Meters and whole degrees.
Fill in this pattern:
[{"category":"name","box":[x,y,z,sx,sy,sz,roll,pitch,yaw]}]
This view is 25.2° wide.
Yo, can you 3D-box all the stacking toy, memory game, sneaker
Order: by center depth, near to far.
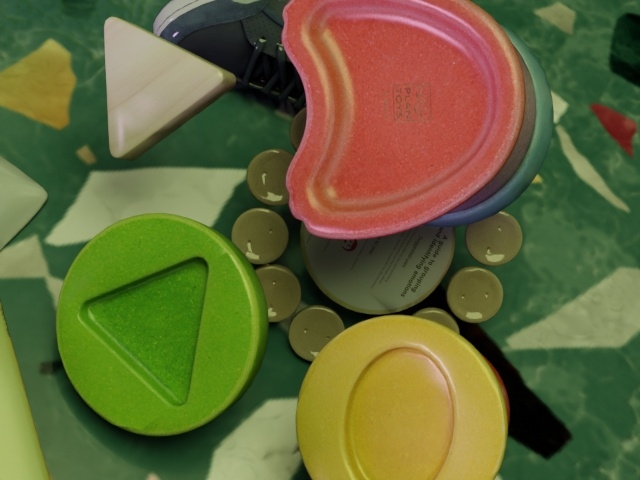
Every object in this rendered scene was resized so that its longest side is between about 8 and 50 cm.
[{"category":"stacking toy","box":[0.000,0.000,0.869,0.280,0.130,0.308,7,91,19]},{"category":"memory game","box":[0.036,-0.004,0.907,0.186,0.012,0.186,0,95,-2]},{"category":"sneaker","box":[0.005,-0.094,0.961,0.226,0.086,0.163,1,59,-15]}]

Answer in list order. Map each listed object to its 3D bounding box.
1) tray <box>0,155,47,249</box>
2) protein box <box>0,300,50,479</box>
[{"category":"tray","box":[-0.304,0.012,0.858,0.145,0.030,0.270,36,60,8]},{"category":"protein box","box":[-0.246,0.139,0.724,0.201,0.136,0.199,-14,77,-20]}]
